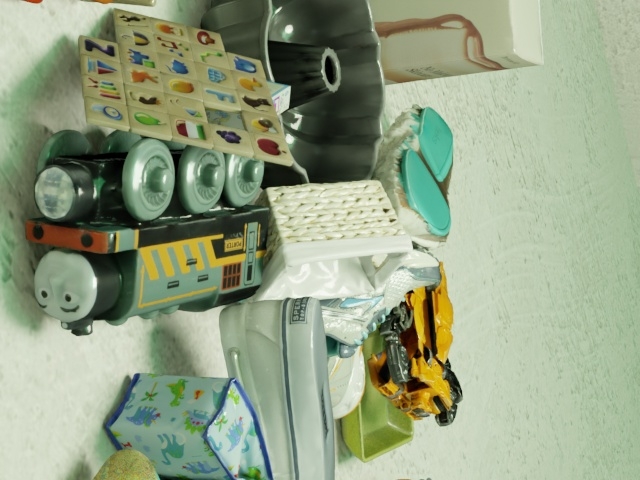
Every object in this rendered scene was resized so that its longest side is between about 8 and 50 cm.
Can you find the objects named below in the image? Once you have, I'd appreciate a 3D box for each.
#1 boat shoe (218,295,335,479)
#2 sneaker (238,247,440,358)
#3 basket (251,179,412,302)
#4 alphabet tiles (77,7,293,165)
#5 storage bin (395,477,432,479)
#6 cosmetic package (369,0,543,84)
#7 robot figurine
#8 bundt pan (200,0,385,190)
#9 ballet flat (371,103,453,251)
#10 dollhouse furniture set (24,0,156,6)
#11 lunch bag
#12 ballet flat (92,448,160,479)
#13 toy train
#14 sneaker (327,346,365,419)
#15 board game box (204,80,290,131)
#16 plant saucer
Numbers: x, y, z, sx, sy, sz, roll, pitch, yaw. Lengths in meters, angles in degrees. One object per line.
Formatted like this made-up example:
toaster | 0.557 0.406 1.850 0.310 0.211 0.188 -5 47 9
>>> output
boat shoe | -0.069 0.231 1.360 0.136 0.157 0.367 -76 164 -60
sneaker | 0.030 0.083 1.526 0.283 0.110 0.122 -11 85 -29
basket | 0.000 0.000 1.403 0.167 0.113 0.103 -6 64 -29
alphabet tiles | -0.140 -0.159 1.213 0.237 0.198 0.009 -108 -145 -51
storage bin | 0.098 0.388 1.742 0.135 0.091 0.098 -29 112 -62
cosmetic package | 0.139 -0.288 1.676 0.153 0.296 0.129 -1 87 -63
robot figurine | 0.127 0.122 1.729 0.211 0.085 0.291 45 36 -42
bundt pan | -0.040 -0.202 1.500 0.331 0.124 0.330 12 76 -62
ballet flat | 0.112 -0.069 1.710 0.409 0.147 0.147 -65 144 -66
dollhouse furniture set | -0.262 -0.347 1.109 0.262 0.135 0.259 3 95 -63
lunch bag | -0.127 0.215 1.264 0.096 0.129 0.151 -64 144 -37
ballet flat | -0.211 0.360 1.108 0.123 0.123 0.348 28 62 -60
toy train | -0.162 -0.014 1.228 0.334 0.142 0.190 -13 108 -63
sneaker | 0.009 0.094 1.600 0.121 0.099 0.262 31 58 -54
board game box | -0.123 -0.153 1.291 0.103 0.154 0.026 -43 144 -57
plant saucer | 0.074 0.209 1.767 0.188 0.045 0.188 -5 91 -63
